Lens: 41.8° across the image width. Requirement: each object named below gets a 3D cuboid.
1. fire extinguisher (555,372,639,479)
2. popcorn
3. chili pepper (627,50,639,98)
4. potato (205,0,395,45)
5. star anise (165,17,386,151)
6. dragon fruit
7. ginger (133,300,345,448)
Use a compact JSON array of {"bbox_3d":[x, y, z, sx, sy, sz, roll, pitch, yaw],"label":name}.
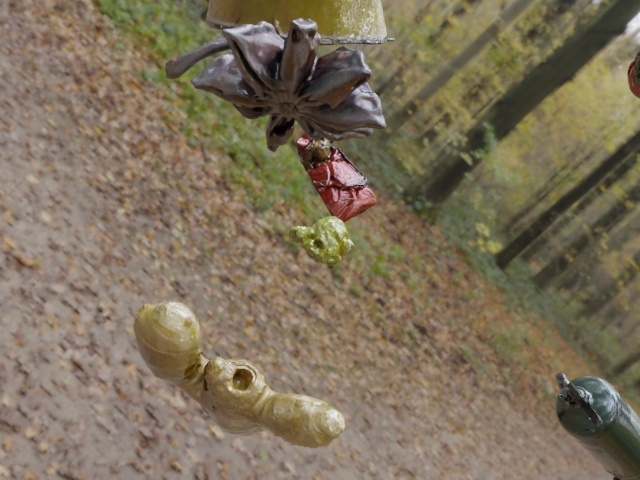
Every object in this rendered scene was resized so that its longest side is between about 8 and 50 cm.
[{"bbox_3d":[0.392,0.255,1.171,0.294,0.093,0.118,42,8,-40],"label":"fire extinguisher"},{"bbox_3d":[0.001,-0.001,1.090,0.083,0.068,0.059,10,-31,19],"label":"popcorn"},{"bbox_3d":[0.779,-0.349,1.877,0.388,0.110,0.110,7,36,-43],"label":"chili pepper"},{"bbox_3d":[-0.017,-0.457,1.273,0.290,0.295,0.397,14,22,15],"label":"potato"},{"bbox_3d":[-0.038,-0.165,0.859,0.231,0.089,0.209,26,-29,-9],"label":"star anise"},{"bbox_3d":[0.028,-0.131,1.614,0.192,0.092,0.122,60,5,4],"label":"dragon fruit"},{"bbox_3d":[-0.167,0.246,1.396,0.363,0.122,0.348,26,-26,-10],"label":"ginger"}]
